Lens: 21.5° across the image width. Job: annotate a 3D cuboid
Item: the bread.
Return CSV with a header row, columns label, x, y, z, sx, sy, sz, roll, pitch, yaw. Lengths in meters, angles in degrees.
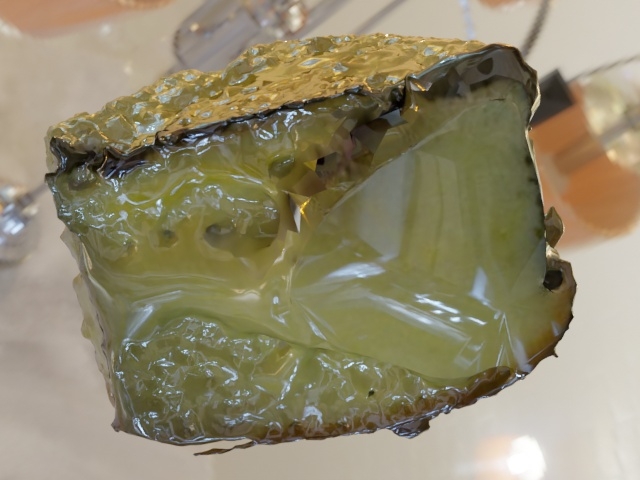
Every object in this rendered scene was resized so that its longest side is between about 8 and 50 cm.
label,x,y,z,sx,sy,sz,roll,pitch,yaw
bread,0.000,0.000,0.883,0.162,0.262,0.204,-66,-32,-69
